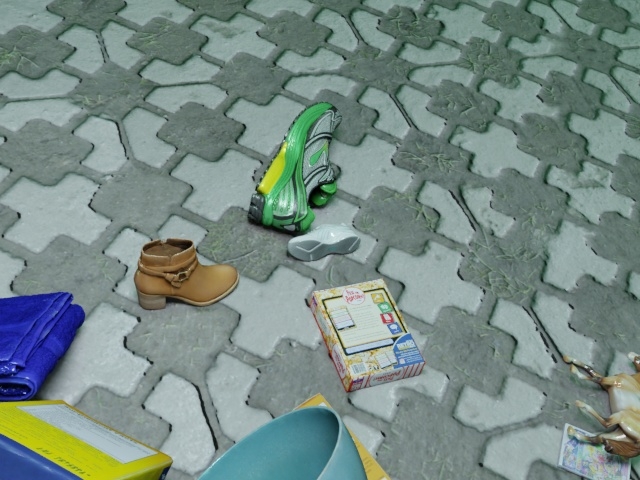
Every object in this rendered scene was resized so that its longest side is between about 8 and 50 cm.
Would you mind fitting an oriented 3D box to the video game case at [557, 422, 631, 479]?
[{"bbox_3d":[0.471,0.374,1.375,0.122,0.011,0.087,22,48,6],"label":"video game case"}]

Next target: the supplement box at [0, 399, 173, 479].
[{"bbox_3d":[-0.343,0.322,0.962,0.194,0.356,0.195,25,82,9],"label":"supplement box"}]

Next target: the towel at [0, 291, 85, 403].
[{"bbox_3d":[-0.491,0.147,1.182,0.227,0.076,0.308,0,13,-3],"label":"towel"}]

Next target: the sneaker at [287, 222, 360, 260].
[{"bbox_3d":[0.000,0.000,1.572,0.152,0.054,0.061,-7,42,-27],"label":"sneaker"}]

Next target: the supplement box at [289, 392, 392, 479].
[{"bbox_3d":[0.038,0.355,1.242,0.080,0.078,0.233,-25,58,-27],"label":"supplement box"}]

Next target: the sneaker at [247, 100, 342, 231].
[{"bbox_3d":[-0.026,-0.147,1.657,0.146,0.134,0.344,25,57,0],"label":"sneaker"}]

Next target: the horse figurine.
[{"bbox_3d":[0.524,0.292,1.418,0.174,0.066,0.263,18,39,-1],"label":"horse figurine"}]

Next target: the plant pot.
[{"bbox_3d":[-0.041,0.396,1.086,0.290,0.290,0.195,-44,106,-39],"label":"plant pot"}]

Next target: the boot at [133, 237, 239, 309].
[{"bbox_3d":[-0.226,0.048,1.399,0.197,0.152,0.073,-16,54,-26],"label":"boot"}]

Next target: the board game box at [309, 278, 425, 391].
[{"bbox_3d":[0.081,0.166,1.442,0.146,0.045,0.194,-9,52,-20],"label":"board game box"}]
